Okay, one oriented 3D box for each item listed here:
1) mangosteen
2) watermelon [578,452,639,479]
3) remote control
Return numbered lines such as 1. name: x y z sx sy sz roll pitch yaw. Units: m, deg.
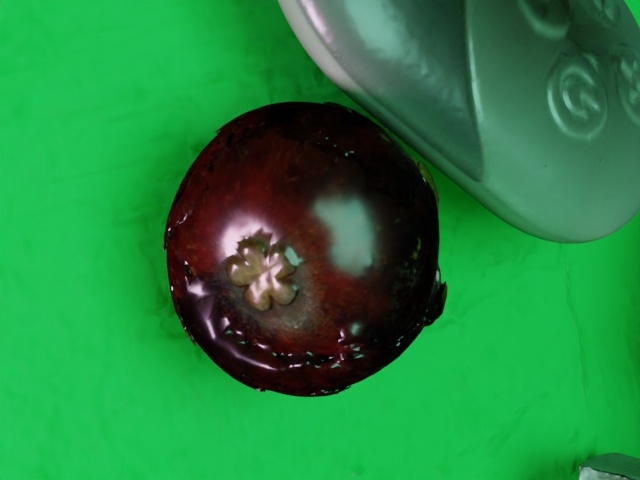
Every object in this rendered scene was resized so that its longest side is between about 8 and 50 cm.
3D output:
1. mangosteen: 0.000 0.000 1.025 0.180 0.166 0.166 -32 108 -55
2. watermelon: 0.317 0.254 1.163 0.290 0.214 0.320 12 41 -48
3. remote control: 0.093 -0.133 1.096 0.332 0.103 0.221 36 47 -26
